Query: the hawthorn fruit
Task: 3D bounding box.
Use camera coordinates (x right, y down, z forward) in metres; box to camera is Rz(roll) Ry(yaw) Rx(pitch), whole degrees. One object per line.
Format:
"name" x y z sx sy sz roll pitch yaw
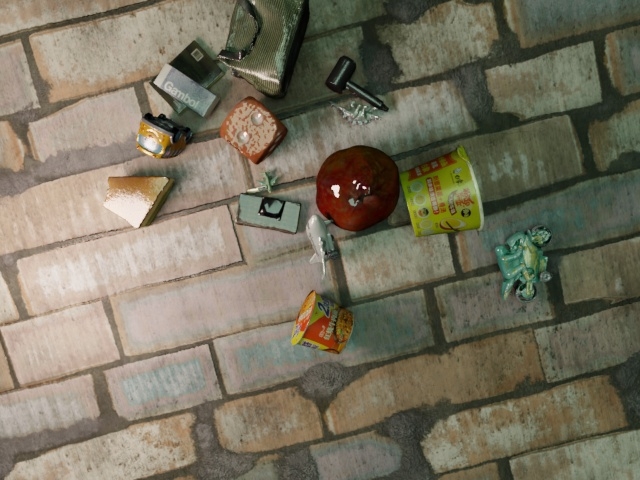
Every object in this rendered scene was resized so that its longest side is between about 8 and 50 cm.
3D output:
"hawthorn fruit" 0.124 -0.184 1.432 0.309 0.324 0.307 -1 69 1

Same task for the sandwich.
"sandwich" -0.658 -0.181 1.529 0.186 0.108 0.220 36 96 -4

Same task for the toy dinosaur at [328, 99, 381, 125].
"toy dinosaur" 0.119 -0.462 1.531 0.209 0.039 0.082 22 116 7

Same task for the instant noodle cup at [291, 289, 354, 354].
"instant noodle cup" 0.014 0.306 1.537 0.174 0.213 0.213 23 95 -10

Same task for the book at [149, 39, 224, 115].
"book" -0.484 -0.587 1.533 0.228 0.024 0.160 -42 93 4

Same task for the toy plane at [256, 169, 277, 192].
"toy plane" -0.194 -0.217 1.564 0.080 0.033 0.083 -13 102 1

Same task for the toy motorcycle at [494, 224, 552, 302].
"toy motorcycle" 0.737 0.082 1.555 0.199 0.109 0.295 7 94 2

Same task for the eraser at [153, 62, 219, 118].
"eraser" -0.473 -0.528 1.501 0.213 0.046 0.091 33 95 -3

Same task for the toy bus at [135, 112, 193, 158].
"toy bus" -0.546 -0.353 1.469 0.126 0.209 0.136 29 105 -4

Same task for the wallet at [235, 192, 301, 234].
"wallet" -0.193 -0.099 1.570 0.231 0.042 0.124 10 98 1

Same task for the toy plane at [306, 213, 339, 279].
"toy plane" 0.005 -0.001 1.473 0.102 0.250 0.255 -10 138 -5

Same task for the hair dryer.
"hair dryer" 0.150 -0.547 1.518 0.248 0.070 0.114 30 95 -6

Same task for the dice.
"dice" -0.234 -0.379 1.478 0.175 0.174 0.179 44 93 -5

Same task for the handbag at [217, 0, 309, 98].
"handbag" -0.184 -0.668 1.414 0.241 0.247 0.340 17 101 0

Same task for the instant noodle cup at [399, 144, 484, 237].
"instant noodle cup" 0.403 -0.151 1.452 0.222 0.311 0.310 -16 95 11

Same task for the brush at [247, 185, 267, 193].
"brush" -0.235 -0.186 1.562 0.084 0.013 0.016 -9 112 23
